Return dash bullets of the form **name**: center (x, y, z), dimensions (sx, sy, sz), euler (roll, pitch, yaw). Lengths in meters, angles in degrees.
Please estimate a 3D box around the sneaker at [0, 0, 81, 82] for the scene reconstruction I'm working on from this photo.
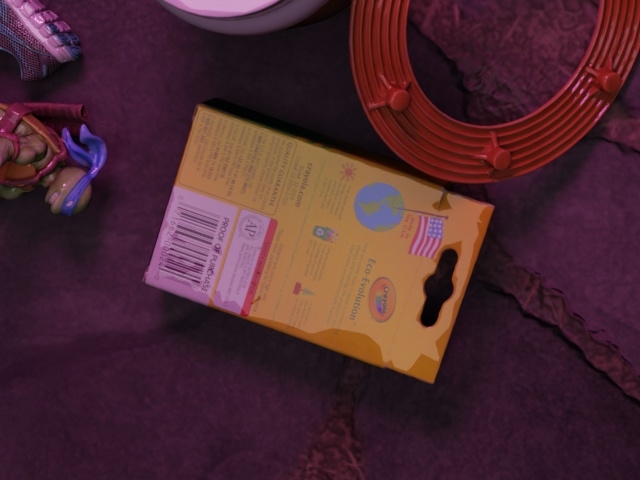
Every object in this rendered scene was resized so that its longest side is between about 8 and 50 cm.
- **sneaker**: center (-0.330, -0.233, 1.635), dimensions (0.076, 0.065, 0.166), euler (-41, 89, 17)

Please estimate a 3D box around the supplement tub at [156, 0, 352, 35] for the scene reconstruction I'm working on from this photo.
- **supplement tub**: center (-0.058, -0.305, 1.445), dimensions (0.228, 0.316, 0.228), euler (2, 100, 9)

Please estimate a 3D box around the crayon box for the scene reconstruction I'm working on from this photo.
- **crayon box**: center (0.000, 0.000, 1.607), dimensions (0.318, 0.081, 0.202), euler (20, 102, 6)

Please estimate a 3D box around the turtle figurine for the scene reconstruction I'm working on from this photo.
- **turtle figurine**: center (-0.387, -0.074, 1.603), dimensions (0.266, 0.198, 0.275), euler (42, 100, 5)

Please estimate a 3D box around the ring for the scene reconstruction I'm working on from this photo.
- **ring**: center (0.179, -0.208, 1.466), dimensions (0.336, 0.032, 0.337), euler (-11, 115, -24)
